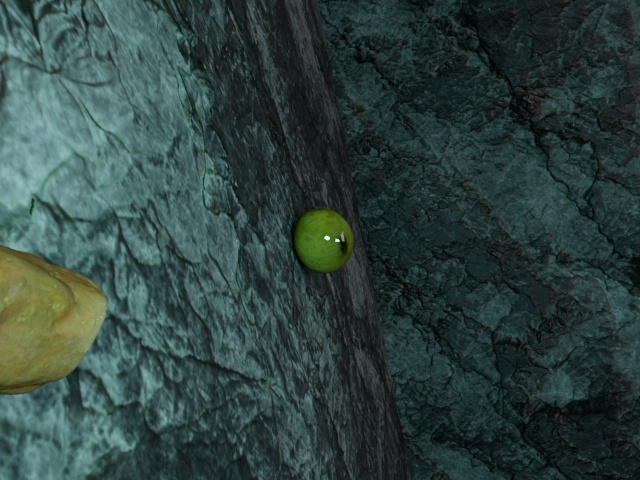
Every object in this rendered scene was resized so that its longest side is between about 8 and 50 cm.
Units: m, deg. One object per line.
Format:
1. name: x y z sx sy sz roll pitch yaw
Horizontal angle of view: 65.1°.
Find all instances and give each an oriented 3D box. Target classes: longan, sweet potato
1. longan: 0.000 0.000 1.207 0.176 0.145 0.154 11 -90 60
2. sweet potato: -0.207 0.040 0.259 0.252 0.097 0.097 43 37 -72
